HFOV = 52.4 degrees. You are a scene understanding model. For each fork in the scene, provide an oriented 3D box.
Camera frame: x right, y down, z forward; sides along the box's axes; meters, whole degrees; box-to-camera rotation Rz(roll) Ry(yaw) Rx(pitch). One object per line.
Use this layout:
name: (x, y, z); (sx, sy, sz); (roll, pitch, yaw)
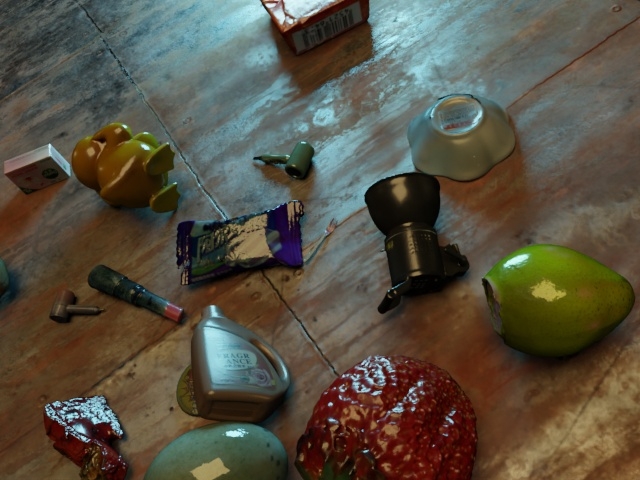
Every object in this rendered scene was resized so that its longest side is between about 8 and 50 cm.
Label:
fork: (0.000, 0.001, 1.299); (0.016, 0.012, 0.115); (25, 68, 28)

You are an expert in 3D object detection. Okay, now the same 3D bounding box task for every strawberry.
strawberry: (0.115, 0.307, 0.947); (0.288, 0.250, 0.238); (-27, 44, -32)

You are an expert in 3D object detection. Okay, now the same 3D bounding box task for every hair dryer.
hair dryer: (-0.088, -0.178, 1.429); (0.150, 0.047, 0.071); (6, 58, 32)
hair dryer: (-0.503, 0.138, 1.357); (0.114, 0.037, 0.063); (2, 58, 9)

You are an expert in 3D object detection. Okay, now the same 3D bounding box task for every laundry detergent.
laundry detergent: (-0.143, 0.212, 1.150); (0.171, 0.076, 0.237); (12, 30, -21)

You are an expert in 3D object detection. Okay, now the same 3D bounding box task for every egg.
egg: (-0.165, 0.375, 1.019); (0.237, 0.169, 0.169); (-20, 55, 6)

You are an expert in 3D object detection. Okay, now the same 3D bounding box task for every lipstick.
lipstick: (-0.371, 0.111, 1.320); (0.234, 0.053, 0.053); (20, 66, 25)

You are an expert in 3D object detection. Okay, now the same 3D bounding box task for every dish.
dish: (0.280, -0.233, 1.320); (0.230, 0.081, 0.229); (-7, 58, 12)

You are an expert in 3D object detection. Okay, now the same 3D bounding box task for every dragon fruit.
dragon fruit: (-0.413, 0.372, 1.175); (0.192, 0.122, 0.092); (33, 112, 27)

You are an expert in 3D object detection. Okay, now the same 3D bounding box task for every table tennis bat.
table tennis bat: (-0.208, 0.250, 1.204); (0.100, 0.019, 0.155); (16, 67, 26)

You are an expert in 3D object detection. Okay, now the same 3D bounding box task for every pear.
pear: (0.378, 0.093, 1.035); (0.220, 0.187, 0.187); (-13, 56, -1)

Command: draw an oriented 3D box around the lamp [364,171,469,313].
lamp: (0.175, 0.009, 1.181); (0.172, 0.147, 0.227); (-3, 64, -12)

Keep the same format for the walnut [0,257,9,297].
walnut: (-0.755, 0.079, 1.407); (0.162, 0.140, 0.140); (25, 68, 39)

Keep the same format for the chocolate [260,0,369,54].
chocolate: (-0.018, -0.600, 1.627); (0.237, 0.108, 0.234); (-29, 56, 0)

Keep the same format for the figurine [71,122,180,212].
figurine: (-0.431, -0.157, 1.430); (0.215, 0.215, 0.228); (-37, 42, -8)

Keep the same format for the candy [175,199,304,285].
candy: (-0.163, 0.004, 1.316); (0.275, 0.070, 0.145); (-9, 64, 6)

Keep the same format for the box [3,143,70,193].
box: (-0.684, -0.172, 1.570); (0.125, 0.089, 0.043); (-21, 56, 5)
